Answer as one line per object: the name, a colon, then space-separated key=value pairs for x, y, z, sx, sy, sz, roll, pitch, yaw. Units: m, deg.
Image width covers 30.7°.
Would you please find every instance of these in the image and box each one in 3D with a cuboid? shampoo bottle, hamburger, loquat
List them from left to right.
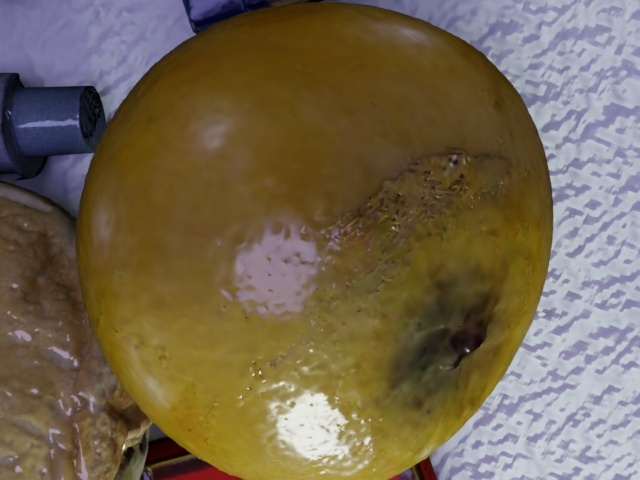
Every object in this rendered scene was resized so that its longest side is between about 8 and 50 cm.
hamburger: x=-0.233 y=0.080 z=0.693 sx=0.286 sy=0.243 sz=0.146 roll=42 pitch=146 yaw=7
shampoo bottle: x=-0.247 y=-0.073 z=0.749 sx=0.214 sy=0.072 sz=0.072 roll=-1 pitch=101 yaw=9
loquat: x=0.000 y=0.000 z=0.629 sx=0.263 sy=0.263 sz=0.263 roll=2 pitch=102 yaw=8

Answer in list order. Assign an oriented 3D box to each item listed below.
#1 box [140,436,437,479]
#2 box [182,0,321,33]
box: x=-0.038 y=0.194 z=0.770 sx=0.240 sy=0.074 sz=0.153 roll=-17 pitch=102 yaw=13
box: x=0.024 y=-0.232 z=0.674 sx=0.259 sy=0.071 sz=0.168 roll=-14 pitch=99 yaw=11
